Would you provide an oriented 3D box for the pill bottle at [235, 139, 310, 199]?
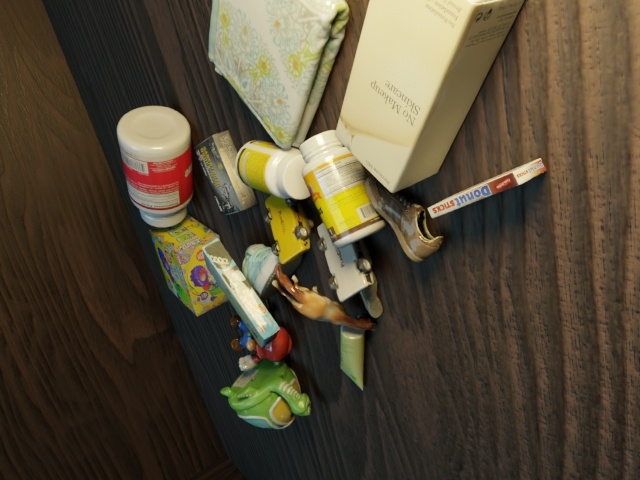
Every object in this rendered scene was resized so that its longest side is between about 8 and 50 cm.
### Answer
[{"bbox_3d":[-0.100,-0.163,1.151,0.208,0.119,0.119,24,133,50],"label":"pill bottle"}]

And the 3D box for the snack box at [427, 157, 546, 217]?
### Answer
[{"bbox_3d":[0.238,-0.073,0.730,0.178,0.064,0.022,-26,89,61],"label":"snack box"}]

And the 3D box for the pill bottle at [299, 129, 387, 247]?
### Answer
[{"bbox_3d":[0.039,-0.101,0.972,0.117,0.117,0.215,-29,84,61],"label":"pill bottle"}]

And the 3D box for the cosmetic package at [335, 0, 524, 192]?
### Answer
[{"bbox_3d":[0.137,-0.238,0.715,0.160,0.113,0.309,49,147,25],"label":"cosmetic package"}]

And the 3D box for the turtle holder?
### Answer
[{"bbox_3d":[-0.163,0.534,1.747,0.320,0.243,0.227,-28,107,23],"label":"turtle holder"}]

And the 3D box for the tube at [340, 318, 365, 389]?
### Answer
[{"bbox_3d":[0.083,0.302,1.297,0.240,0.062,0.070,88,-176,-45],"label":"tube"}]

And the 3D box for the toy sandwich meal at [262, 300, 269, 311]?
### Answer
[{"bbox_3d":[-0.207,0.217,1.723,0.085,0.029,0.085,38,142,38],"label":"toy sandwich meal"}]

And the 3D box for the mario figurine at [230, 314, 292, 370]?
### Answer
[{"bbox_3d":[-0.235,0.335,1.690,0.320,0.170,0.198,-2,127,56],"label":"mario figurine"}]

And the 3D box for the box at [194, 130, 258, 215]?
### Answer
[{"bbox_3d":[-0.287,-0.196,1.493,0.183,0.056,0.231,-3,111,60],"label":"box"}]

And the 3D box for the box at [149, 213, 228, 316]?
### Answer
[{"bbox_3d":[-0.504,0.090,1.955,0.279,0.177,0.290,27,135,46],"label":"box"}]

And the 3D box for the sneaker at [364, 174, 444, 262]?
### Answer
[{"bbox_3d":[0.156,-0.054,0.903,0.071,0.066,0.188,-41,74,34],"label":"sneaker"}]

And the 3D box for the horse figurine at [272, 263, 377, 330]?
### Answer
[{"bbox_3d":[-0.008,0.145,1.170,0.263,0.066,0.174,31,-177,-38],"label":"horse figurine"}]

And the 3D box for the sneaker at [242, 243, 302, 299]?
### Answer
[{"bbox_3d":[-0.167,0.069,1.431,0.150,0.135,0.366,53,150,9],"label":"sneaker"}]

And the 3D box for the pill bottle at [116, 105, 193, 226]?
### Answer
[{"bbox_3d":[-0.560,-0.239,1.724,0.229,0.229,0.407,49,148,25],"label":"pill bottle"}]

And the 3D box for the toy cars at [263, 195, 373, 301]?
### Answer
[{"bbox_3d":[0.000,0.000,1.149,0.394,0.087,0.176,28,102,43],"label":"toy cars"}]

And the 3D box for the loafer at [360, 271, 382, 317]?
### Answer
[{"bbox_3d":[0.106,0.117,1.124,0.039,0.045,0.125,24,136,58],"label":"loafer"}]

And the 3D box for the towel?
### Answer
[{"bbox_3d":[-0.099,-0.407,0.992,0.320,0.090,0.374,51,149,15],"label":"towel"}]

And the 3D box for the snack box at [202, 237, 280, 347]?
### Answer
[{"bbox_3d":[-0.239,0.162,1.476,0.322,0.060,0.187,54,162,10],"label":"snack box"}]
